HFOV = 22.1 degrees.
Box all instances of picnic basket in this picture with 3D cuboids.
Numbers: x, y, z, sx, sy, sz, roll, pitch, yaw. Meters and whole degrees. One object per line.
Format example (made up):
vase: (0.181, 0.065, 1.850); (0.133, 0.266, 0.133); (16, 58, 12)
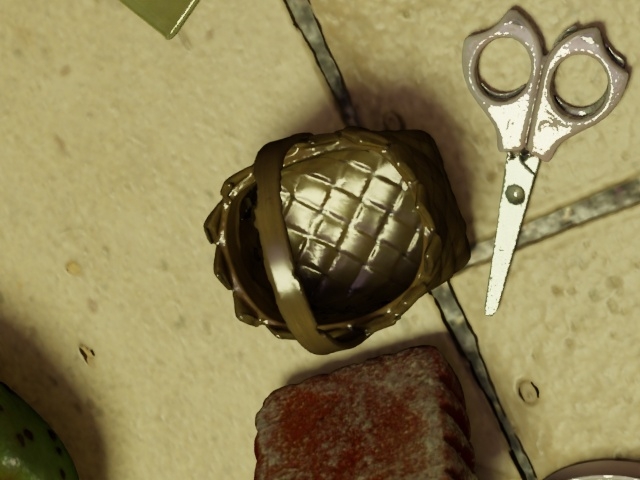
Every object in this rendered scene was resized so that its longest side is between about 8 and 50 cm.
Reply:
picnic basket: (0.000, 0.000, 0.942); (0.138, 0.178, 0.128); (-18, 96, 20)

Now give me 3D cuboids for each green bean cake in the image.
green bean cake: (0.028, 0.140, 0.996); (0.136, 0.135, 0.056); (-18, 133, 19)

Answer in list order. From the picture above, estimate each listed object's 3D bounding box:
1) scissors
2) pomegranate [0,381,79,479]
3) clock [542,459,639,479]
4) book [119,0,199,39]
scissors: (0.121, -0.042, 0.985); (0.100, 0.015, 0.189); (15, 109, 15)
pomegranate: (-0.286, 0.197, 1.056); (0.270, 0.254, 0.254); (-24, 95, 30)
clock: (0.208, 0.227, 0.995); (0.172, 0.064, 0.198); (-24, 96, 22)
book: (-0.122, -0.247, 1.010); (0.192, 0.013, 0.168); (40, 111, 5)
